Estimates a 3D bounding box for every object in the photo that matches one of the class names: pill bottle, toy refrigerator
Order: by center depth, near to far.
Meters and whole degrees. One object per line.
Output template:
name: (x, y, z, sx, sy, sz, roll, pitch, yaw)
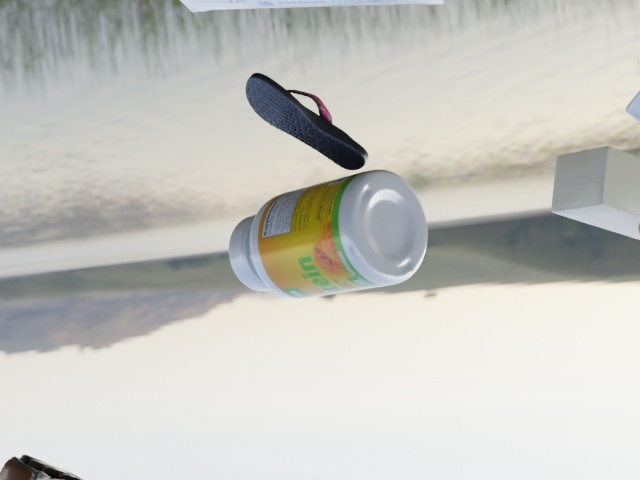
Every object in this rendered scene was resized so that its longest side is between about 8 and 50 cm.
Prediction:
pill bottle: (0.000, 0.000, 1.433, 0.136, 0.136, 0.245, -7, 176, -43)
toy refrigerator: (0.469, -0.059, 1.677, 0.269, 0.094, 0.102, 14, 168, -30)

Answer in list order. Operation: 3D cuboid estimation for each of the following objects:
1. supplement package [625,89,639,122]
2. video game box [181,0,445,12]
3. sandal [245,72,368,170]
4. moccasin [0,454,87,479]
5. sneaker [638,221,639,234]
supplement package: (0.346, -0.148, 0.826, 0.139, 0.134, 0.244, -47, 171, -20)
video game box: (-0.005, -0.266, 0.812, 0.187, 0.205, 0.048, 0, 173, 14)
sandal: (-0.015, -0.146, 1.385, 0.179, 0.040, 0.067, 34, 153, -23)
moccasin: (-0.233, 0.294, 1.075, 0.139, 0.147, 0.380, 32, 162, -33)
sneaker: (0.434, 0.029, 1.136, 0.112, 0.131, 0.296, 41, -175, -33)
